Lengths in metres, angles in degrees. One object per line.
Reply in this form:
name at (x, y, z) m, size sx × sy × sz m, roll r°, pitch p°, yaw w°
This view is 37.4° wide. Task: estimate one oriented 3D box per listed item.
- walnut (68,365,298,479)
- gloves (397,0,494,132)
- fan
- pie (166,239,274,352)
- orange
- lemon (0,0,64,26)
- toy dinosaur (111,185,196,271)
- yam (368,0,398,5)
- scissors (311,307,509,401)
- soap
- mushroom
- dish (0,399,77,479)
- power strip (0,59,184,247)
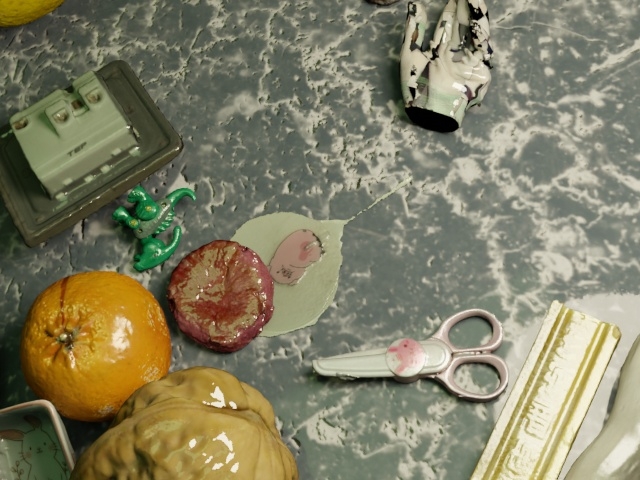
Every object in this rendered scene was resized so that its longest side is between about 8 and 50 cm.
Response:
walnut at (-0.156, 0.272, 1.070) m, size 0.257 × 0.257 × 0.224 m, roll -19°, pitch 40°, yaw 1°
gloves at (0.181, -0.264, 1.317) m, size 0.128 × 0.111 × 0.212 m, roll 7°, pitch 68°, yaw 39°
fan at (0.000, 0.000, 1.277) m, size 0.310 × 0.010 × 0.182 m, roll -36°, pitch 66°, yaw -6°
pie at (-0.131, 0.070, 1.249) m, size 0.154 × 0.038 × 0.153 m, roll -4°, pitch 69°, yaw 11°
orange at (-0.283, 0.130, 1.184) m, size 0.193 × 0.161 × 0.193 m, roll -2°, pitch 63°, yaw 4°
lemon at (-0.475, -0.464, 1.436) m, size 0.253 × 0.253 × 0.310 m, roll 27°, pitch 57°, yaw 19°
toy dinosaur at (-0.226, -0.024, 1.307) m, size 0.096 × 0.059 × 0.132 m, roll 42°, pitch 84°, yaw 11°
yam at (0.091, -0.407, 1.375) m, size 0.079 × 0.141 × 0.079 m, roll -2°, pitch 68°, yaw 4°
scissors at (0.110, 0.148, 1.182) m, size 0.242 × 0.030 × 0.118 m, roll -5°, pitch 64°, yaw 5°
soap at (0.270, 0.198, 1.130) m, size 0.092 × 0.037 × 0.252 m, roll 24°, pitch 72°, yaw 18°
mushroom at (0.371, 0.207, 1.076) m, size 0.109 × 0.097 × 0.351 m, roll 37°, pitch 79°, yaw -13°
dish at (-0.341, 0.311, 1.144) m, size 0.154 × 0.064 × 0.234 m, roll -18°, pitch 90°, yaw 15°
power strip at (-0.353, -0.147, 1.340) m, size 0.257 × 0.092 × 0.251 m, roll -33°, pitch 58°, yaw -7°
